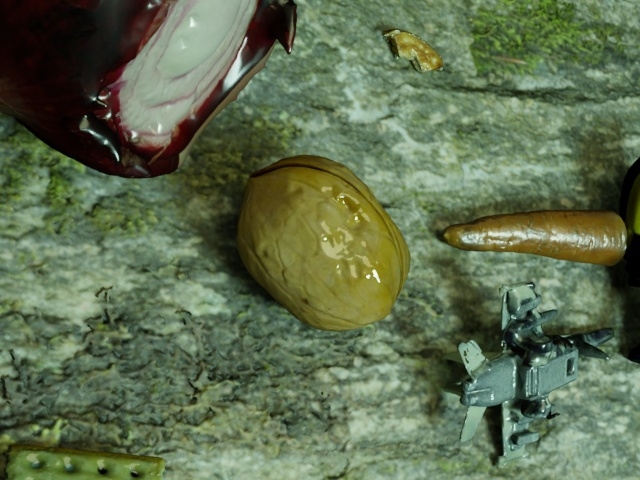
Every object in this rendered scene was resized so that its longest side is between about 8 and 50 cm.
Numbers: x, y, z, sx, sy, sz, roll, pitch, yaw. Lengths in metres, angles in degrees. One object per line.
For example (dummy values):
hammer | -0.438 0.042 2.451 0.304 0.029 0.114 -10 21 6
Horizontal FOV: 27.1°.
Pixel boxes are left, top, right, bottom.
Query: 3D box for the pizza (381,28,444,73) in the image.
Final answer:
pizza | 0.098 -0.201 1.415 0.083 0.016 0.037 26 63 -23

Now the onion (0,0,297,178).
onion | -0.178 -0.233 1.094 0.341 0.341 0.341 8 71 -26

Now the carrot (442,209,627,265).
carrot | 0.220 -0.005 1.401 0.210 0.061 0.061 2 74 -24

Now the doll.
doll | 0.363 0.007 1.435 0.088 0.127 0.248 11 79 -24

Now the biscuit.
biscuit | -0.197 0.269 1.055 0.139 0.016 0.231 7 52 -9

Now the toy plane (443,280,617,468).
toy plane | 0.232 0.123 1.347 0.262 0.088 0.192 -11 108 -33

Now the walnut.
walnut | 0.000 0.000 1.234 0.180 0.144 0.144 43 60 -7
